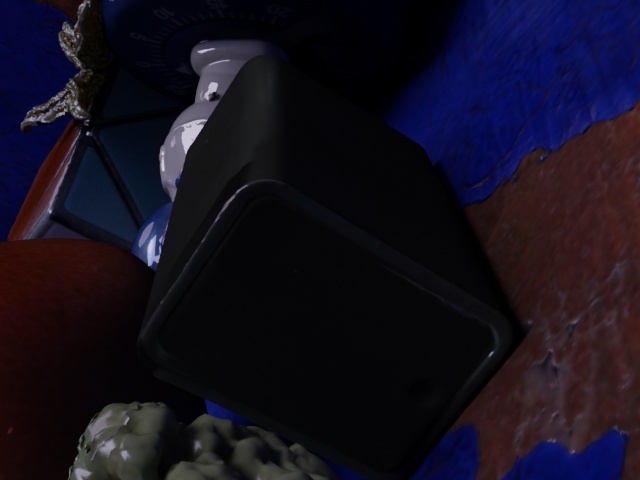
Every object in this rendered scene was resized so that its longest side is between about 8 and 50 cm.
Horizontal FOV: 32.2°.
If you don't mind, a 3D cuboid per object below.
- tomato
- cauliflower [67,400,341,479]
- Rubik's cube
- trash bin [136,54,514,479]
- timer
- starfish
[{"bbox_3d":[-0.194,0.159,0.690,0.273,0.341,0.341,-21,37,23],"label":"tomato"},{"bbox_3d":[-0.075,0.181,0.419,0.260,0.281,0.327,-39,15,-25],"label":"cauliflower"},{"bbox_3d":[-0.168,-0.004,1.032,0.207,0.205,0.205,-42,27,42],"label":"Rubik's cube"},{"bbox_3d":[0.000,0.000,0.652,0.122,0.164,0.240,-54,16,20],"label":"trash bin"},{"bbox_3d":[-0.064,-0.091,0.872,0.270,0.270,0.383,-29,50,59],"label":"timer"},{"bbox_3d":[-0.207,-0.175,0.960,0.208,0.053,0.175,10,88,65],"label":"starfish"}]
